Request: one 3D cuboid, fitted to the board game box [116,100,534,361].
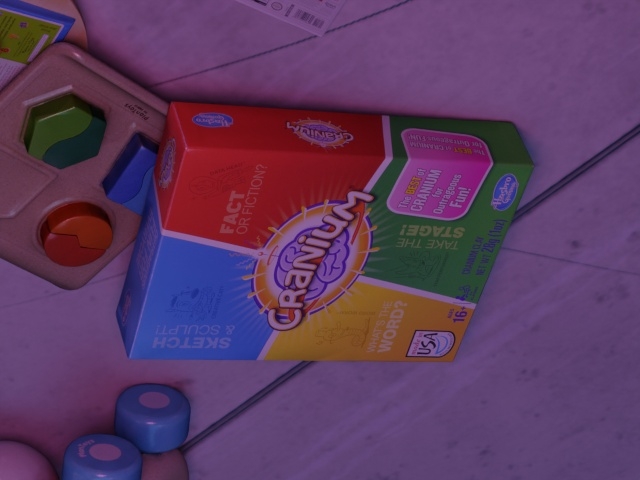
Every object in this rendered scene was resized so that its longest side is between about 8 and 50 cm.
[{"bbox_3d":[0.000,0.000,1.645,0.317,0.064,0.242,2,130,-21],"label":"board game box"}]

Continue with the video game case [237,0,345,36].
[{"bbox_3d":[-0.006,-0.228,1.516,0.087,0.011,0.122,21,124,-23],"label":"video game case"}]

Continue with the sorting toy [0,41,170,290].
[{"bbox_3d":[-0.244,-0.069,1.558,0.229,0.041,0.307,-37,137,22],"label":"sorting toy"}]

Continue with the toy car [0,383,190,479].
[{"bbox_3d":[-0.266,0.246,1.798,0.238,0.210,0.219,16,117,15],"label":"toy car"}]

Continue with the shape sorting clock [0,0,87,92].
[{"bbox_3d":[-0.291,-0.157,1.509,0.206,0.040,0.206,-9,143,-6],"label":"shape sorting clock"}]
